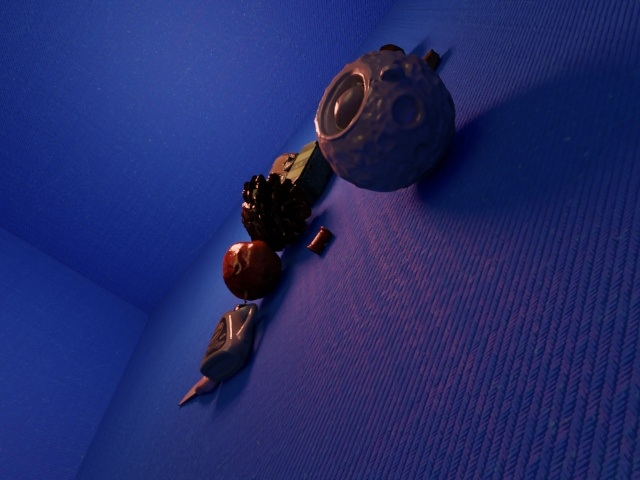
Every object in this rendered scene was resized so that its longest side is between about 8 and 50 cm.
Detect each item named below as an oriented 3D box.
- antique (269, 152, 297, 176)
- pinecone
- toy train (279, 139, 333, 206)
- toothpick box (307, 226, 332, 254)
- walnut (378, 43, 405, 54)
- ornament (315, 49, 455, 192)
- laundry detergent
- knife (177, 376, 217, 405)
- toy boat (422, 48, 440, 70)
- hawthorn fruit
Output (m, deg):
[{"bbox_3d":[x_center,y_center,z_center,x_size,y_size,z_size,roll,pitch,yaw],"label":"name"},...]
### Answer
[{"bbox_3d":[-0.105,-0.329,2.401,0.284,0.150,0.125,4,64,61],"label":"antique"},{"bbox_3d":[-0.164,-0.106,1.889,0.242,0.298,0.296,-21,7,-34],"label":"pinecone"},{"bbox_3d":[-0.068,-0.257,2.115,0.238,0.167,0.299,-14,44,50],"label":"toy train"},{"bbox_3d":[0.000,0.000,1.608,0.083,0.047,0.047,-56,17,-7],"label":"toothpick box"},{"bbox_3d":[0.285,-0.734,2.122,0.137,0.137,0.245,-45,19,27],"label":"walnut"},{"bbox_3d":[0.165,-0.280,1.261,0.337,0.337,0.337,-47,18,21],"label":"ornament"},{"bbox_3d":[-0.277,0.300,1.677,0.215,0.105,0.280,-42,20,36],"label":"laundry detergent"},{"bbox_3d":[-0.426,0.507,1.788,0.336,0.043,0.081,-38,18,48],"label":"knife"},{"bbox_3d":[0.345,-0.573,1.775,0.200,0.057,0.077,-57,11,-9],"label":"toy boat"},{"bbox_3d":[-0.242,0.128,1.766,0.207,0.207,0.243,-41,28,37],"label":"hawthorn fruit"}]
